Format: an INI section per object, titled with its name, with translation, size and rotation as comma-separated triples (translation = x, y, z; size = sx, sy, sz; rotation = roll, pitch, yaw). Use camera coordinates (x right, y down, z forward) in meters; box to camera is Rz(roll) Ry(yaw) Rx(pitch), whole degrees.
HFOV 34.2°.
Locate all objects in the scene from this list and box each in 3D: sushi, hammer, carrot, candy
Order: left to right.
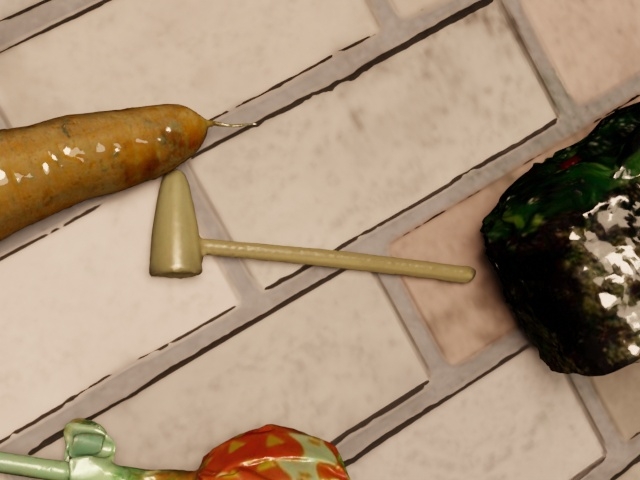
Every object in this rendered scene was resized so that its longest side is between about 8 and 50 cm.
[carrot]
translation = -0.170, -0.023, 0.535
size = 0.298, 0.078, 0.078
rotation = -22, 93, -22
[candy]
translation = -0.121, 0.125, 0.545
size = 0.288, 0.078, 0.084
rotation = 9, 122, -5
[hammer]
translation = 0.000, 0.000, 0.602
size = 0.195, 0.028, 0.060
rotation = 7, 77, -18
[sushi]
translation = 0.204, -0.020, 0.604
size = 0.225, 0.124, 0.127
rotation = -28, 94, -9
